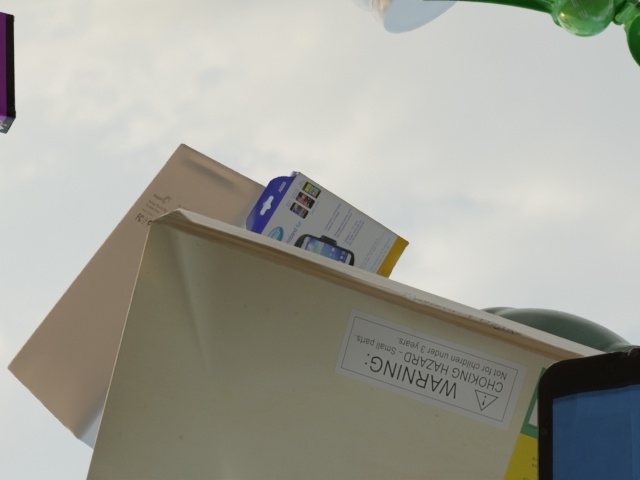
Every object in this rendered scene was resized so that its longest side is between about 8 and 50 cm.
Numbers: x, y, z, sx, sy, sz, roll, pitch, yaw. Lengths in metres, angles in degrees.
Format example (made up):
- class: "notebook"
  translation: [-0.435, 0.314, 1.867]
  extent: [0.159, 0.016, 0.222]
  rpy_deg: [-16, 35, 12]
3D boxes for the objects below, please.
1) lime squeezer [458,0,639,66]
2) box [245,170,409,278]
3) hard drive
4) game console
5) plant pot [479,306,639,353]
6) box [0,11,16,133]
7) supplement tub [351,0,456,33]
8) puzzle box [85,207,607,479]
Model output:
- class: "lime squeezer"
  translation: [0.231, -0.157, 1.272]
  extent: [0.110, 0.310, 0.059]
  rpy_deg: [-62, -176, -19]
- class: "box"
  translation: [0.000, 0.000, 1.368]
  extent: [0.081, 0.136, 0.028]
  rpy_deg: [-58, -167, -4]
- class: "hard drive"
  translation: [-0.185, 0.050, 1.623]
  extent: [0.307, 0.040, 0.203]
  rpy_deg: [-53, -144, -6]
- class: "game console"
  translation: [0.116, 0.104, 0.607]
  extent: [0.085, 0.124, 0.144]
  rpy_deg: [-3, -108, 16]
- class: "plant pot"
  translation: [0.283, 0.209, 1.753]
  extent: [0.196, 0.293, 0.293]
  rpy_deg: [-11, -152, 43]
- class: "box"
  translation: [-0.332, -0.155, 1.287]
  extent: [0.162, 0.029, 0.116]
  rpy_deg: [13, -128, -27]
- class: "supplement tub"
  translation: [0.064, -0.336, 1.677]
  extent: [0.144, 0.144, 0.200]
  rpy_deg: [-28, -108, -16]
- class: "puzzle box"
  translation: [0.060, 0.172, 0.930]
  extent: [0.409, 0.272, 0.052]
  rpy_deg: [19, -165, 10]
